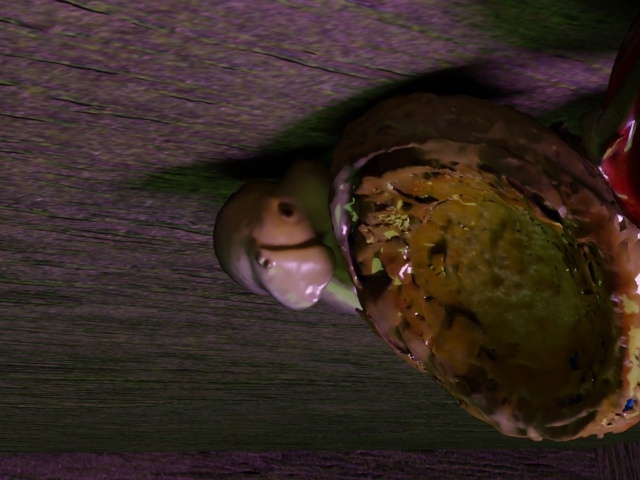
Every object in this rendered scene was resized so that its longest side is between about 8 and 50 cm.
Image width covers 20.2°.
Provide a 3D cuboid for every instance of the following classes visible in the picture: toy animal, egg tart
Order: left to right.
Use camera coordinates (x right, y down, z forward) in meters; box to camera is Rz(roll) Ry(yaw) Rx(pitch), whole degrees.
[{"bbox_3d":[0.013,0.002,1.398,0.169,0.121,0.233,10,179,7],"label":"toy animal"},{"bbox_3d":[0.137,0.008,1.227,0.107,0.290,0.291,-40,-169,-37],"label":"egg tart"}]

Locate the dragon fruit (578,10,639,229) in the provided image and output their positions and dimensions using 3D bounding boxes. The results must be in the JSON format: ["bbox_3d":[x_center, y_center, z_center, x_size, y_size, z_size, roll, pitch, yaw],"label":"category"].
[{"bbox_3d":[0.273,-0.074,1.013,0.200,0.198,0.269,28,142,-31],"label":"dragon fruit"}]
